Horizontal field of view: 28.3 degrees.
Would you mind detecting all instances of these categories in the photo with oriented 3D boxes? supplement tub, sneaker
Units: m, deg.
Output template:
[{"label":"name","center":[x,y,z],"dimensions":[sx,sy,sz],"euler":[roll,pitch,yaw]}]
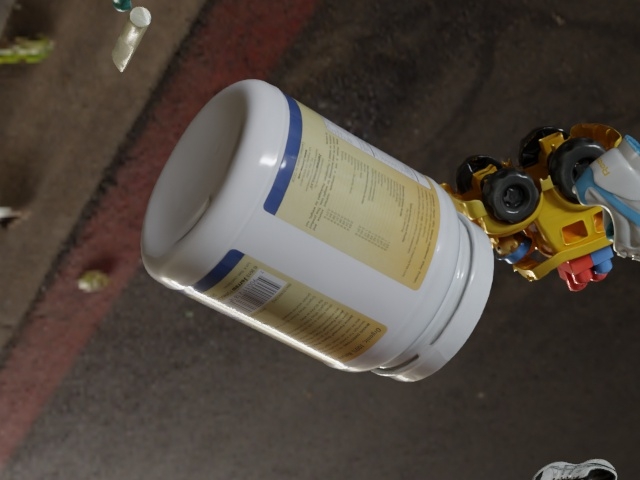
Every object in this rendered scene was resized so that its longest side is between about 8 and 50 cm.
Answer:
[{"label":"supplement tub","center":[0.000,0.000,1.318],"dimensions":[0.316,0.228,0.228],"euler":[29,132,-26]},{"label":"sneaker","center":[0.373,-0.011,1.417],"dimensions":[0.092,0.087,0.228],"euler":[-38,110,16]},{"label":"sneaker","center":[0.244,0.229,1.221],"dimensions":[0.083,0.032,0.037],"euler":[-14,-175,-2]}]

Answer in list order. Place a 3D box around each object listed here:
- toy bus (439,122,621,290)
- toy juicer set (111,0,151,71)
[{"label":"toy bus","center":[0.283,-0.022,1.600],"dimensions":[0.220,0.149,0.211],"euler":[-22,108,-7]},{"label":"toy juicer set","center":[-0.275,-0.392,1.717],"dimensions":[0.089,0.329,0.209],"euler":[-28,-162,-22]}]
